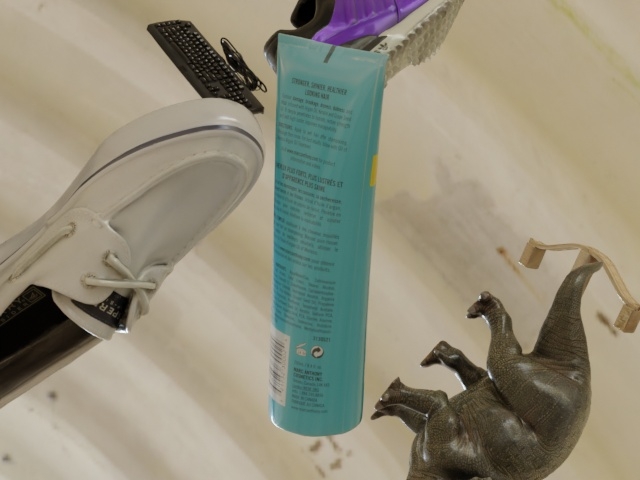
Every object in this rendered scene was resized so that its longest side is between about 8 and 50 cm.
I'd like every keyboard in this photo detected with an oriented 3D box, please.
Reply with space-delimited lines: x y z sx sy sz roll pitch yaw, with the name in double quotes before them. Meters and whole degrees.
"keyboard" -0.138 -0.234 1.404 0.100 0.192 0.038 -15 -35 -40

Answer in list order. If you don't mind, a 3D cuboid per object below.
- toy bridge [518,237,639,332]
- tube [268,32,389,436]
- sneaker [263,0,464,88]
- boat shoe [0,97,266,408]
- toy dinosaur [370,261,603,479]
"toy bridge" 0.310 0.038 1.291 0.026 0.188 0.063 9 -70 -37
"tube" 0.000 0.000 0.572 0.052 0.080 0.207 -17 -64 -45
"sneaker" 0.049 -0.252 1.221 0.146 0.293 0.102 39 -37 13
"boat shoe" -0.140 0.019 0.661 0.268 0.088 0.096 -32 -44 9
"toy dinosaur" 0.145 0.148 0.899 0.313 0.160 0.121 -40 -14 -25
